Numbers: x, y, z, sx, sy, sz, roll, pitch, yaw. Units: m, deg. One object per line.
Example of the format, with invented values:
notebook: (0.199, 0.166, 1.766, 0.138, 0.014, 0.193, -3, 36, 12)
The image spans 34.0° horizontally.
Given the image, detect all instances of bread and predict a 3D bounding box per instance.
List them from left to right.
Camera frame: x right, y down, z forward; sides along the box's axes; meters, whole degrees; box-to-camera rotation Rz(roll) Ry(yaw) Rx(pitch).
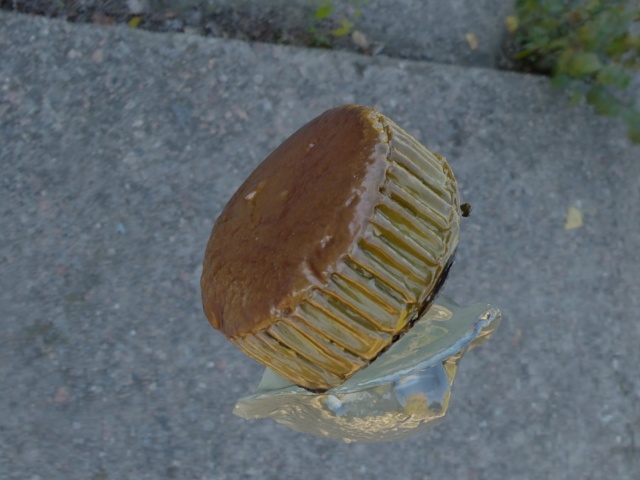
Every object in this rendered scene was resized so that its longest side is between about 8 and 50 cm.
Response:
bread: (0.000, 0.000, 0.735, 0.104, 0.199, 0.199, 33, 64, -29)

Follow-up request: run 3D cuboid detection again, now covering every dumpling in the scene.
dumpling: (0.063, 0.126, 1.009, 0.175, 0.227, 0.243, 50, 55, -15)
